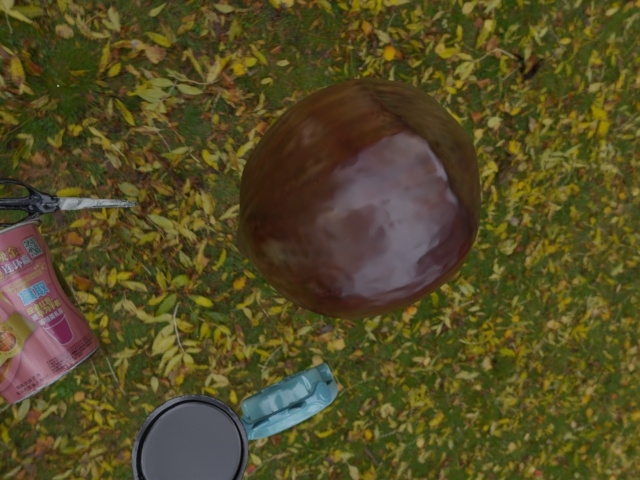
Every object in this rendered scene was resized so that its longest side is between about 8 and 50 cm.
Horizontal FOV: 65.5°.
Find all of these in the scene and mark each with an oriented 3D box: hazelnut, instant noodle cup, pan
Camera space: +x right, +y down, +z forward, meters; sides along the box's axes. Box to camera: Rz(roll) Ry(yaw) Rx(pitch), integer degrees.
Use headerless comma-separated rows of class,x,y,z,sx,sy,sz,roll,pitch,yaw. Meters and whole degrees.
hazelnut,0.055,-0.071,0.821,0.421,0.421,0.353,-53,148,-4
instant noodle cup,-0.513,0.124,0.839,0.244,0.244,0.255,-33,98,-15
pan,-0.195,0.279,0.578,0.235,0.028,0.136,-31,76,-21

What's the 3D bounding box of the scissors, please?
scissors,-0.519,-0.074,1.009,0.300,0.022,0.109,-2,127,-35

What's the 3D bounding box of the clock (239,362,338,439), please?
clock,-0.078,0.365,1.137,0.224,0.274,0.094,-25,79,0

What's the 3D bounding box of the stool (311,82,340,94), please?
stool,0.041,-0.349,1.316,0.110,0.135,0.134,-16,103,-49
